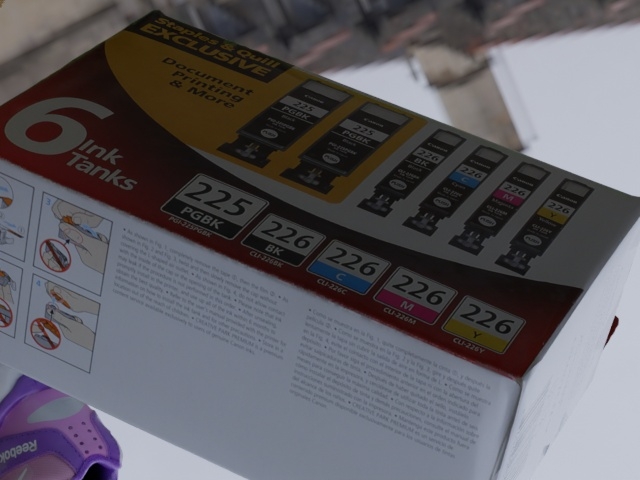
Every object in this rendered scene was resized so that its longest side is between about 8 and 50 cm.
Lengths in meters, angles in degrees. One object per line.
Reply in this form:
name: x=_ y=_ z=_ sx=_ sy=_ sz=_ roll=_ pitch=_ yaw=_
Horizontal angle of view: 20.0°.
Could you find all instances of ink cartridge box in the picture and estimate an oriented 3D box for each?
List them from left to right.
ink cartridge box: x=0.000 y=0.000 z=0.978 sx=0.309 sy=0.130 sz=0.272 roll=22 pitch=-147 yaw=16

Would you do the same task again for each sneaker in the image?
sneaker: x=-0.165 y=0.182 z=1.068 sx=0.104 sy=0.236 sz=0.095 roll=33 pitch=-144 yaw=33

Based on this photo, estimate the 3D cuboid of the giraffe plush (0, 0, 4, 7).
giraffe plush: x=-0.209 y=-0.127 z=0.737 sx=0.170 sy=0.210 sz=0.181 roll=-17 pitch=-143 yaw=5
